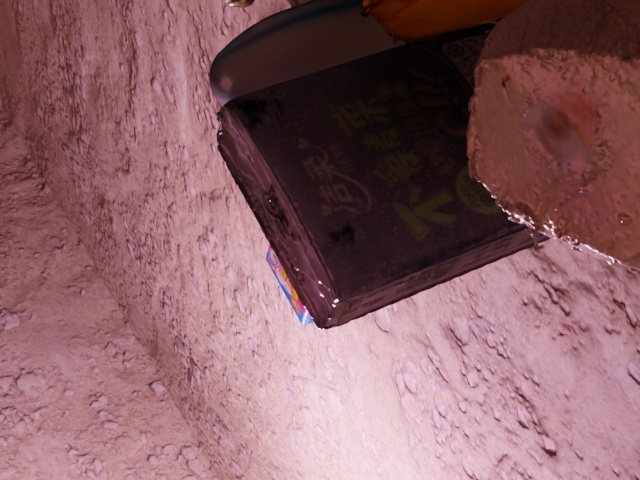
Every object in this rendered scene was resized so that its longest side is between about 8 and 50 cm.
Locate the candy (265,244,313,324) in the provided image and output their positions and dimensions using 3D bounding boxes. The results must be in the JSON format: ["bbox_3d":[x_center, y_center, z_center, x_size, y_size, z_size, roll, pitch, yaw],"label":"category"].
[{"bbox_3d":[0.001,0.000,2.282,0.157,0.100,0.306,60,156,25],"label":"candy"}]

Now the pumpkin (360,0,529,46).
[{"bbox_3d":[0.177,-0.349,1.417,0.303,0.256,0.225,-11,81,45],"label":"pumpkin"}]

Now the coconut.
[{"bbox_3d":[0.312,-0.127,1.297,0.297,0.255,0.297,22,124,37],"label":"coconut"}]

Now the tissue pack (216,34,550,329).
[{"bbox_3d":[0.111,-0.092,1.587,0.288,0.394,0.124,59,155,22],"label":"tissue pack"}]

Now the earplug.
[{"bbox_3d":[0.002,-0.252,1.789,0.185,0.324,0.185,48,148,44],"label":"earplug"}]

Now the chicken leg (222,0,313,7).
[{"bbox_3d":[-0.114,-0.463,2.134,0.361,0.140,0.211,21,148,48],"label":"chicken leg"}]
